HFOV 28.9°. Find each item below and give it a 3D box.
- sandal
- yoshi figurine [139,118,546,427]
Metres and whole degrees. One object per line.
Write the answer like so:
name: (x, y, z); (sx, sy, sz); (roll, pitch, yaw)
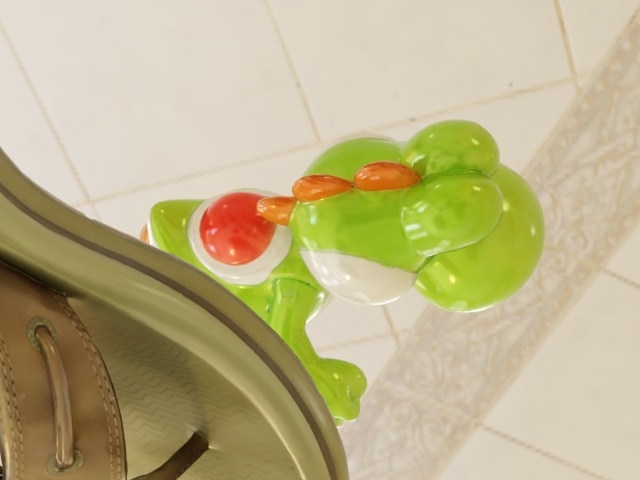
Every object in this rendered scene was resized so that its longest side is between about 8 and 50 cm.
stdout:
sandal: (-0.112, 0.030, 0.386); (0.120, 0.086, 0.303); (-15, 134, 41)
yoshi figurine: (0.019, 0.018, 0.921); (0.362, 0.203, 0.204); (-20, 98, 45)
